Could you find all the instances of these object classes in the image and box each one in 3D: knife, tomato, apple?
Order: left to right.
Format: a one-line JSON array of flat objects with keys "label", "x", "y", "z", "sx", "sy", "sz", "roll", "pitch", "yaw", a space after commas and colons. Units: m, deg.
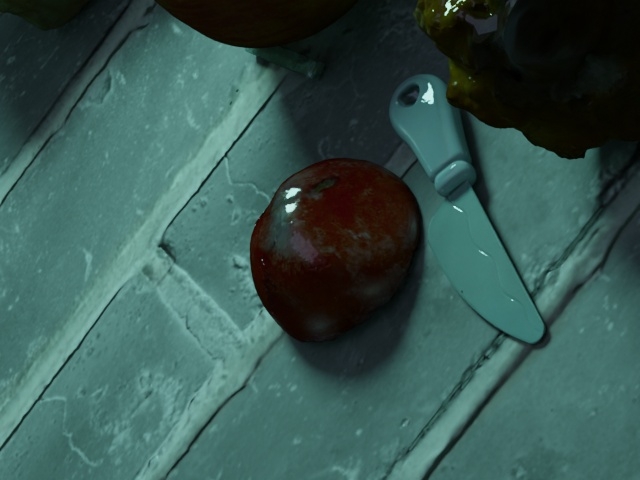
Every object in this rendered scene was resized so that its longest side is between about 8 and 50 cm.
[{"label": "apple", "x": -0.057, "y": -0.353, "z": 1.994, "sx": 0.301, "sy": 0.301, "sz": 0.302, "roll": -19, "pitch": 57, "yaw": 32}, {"label": "tomato", "x": 0.000, "y": 0.000, "z": 1.889, "sx": 0.189, "sy": 0.099, "sz": 0.173, "roll": -42, "pitch": 46, "yaw": 13}, {"label": "knife", "x": 0.133, "y": -0.025, "z": 1.838, "sx": 0.080, "sy": 0.044, "sz": 0.331, "roll": -34, "pitch": 54, "yaw": 22}]

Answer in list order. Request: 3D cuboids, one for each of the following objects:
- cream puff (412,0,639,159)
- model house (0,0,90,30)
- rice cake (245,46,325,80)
[{"label": "cream puff", "x": 0.217, "y": -0.190, "z": 1.704, "sx": 0.155, "sy": 0.269, "sz": 0.241, "roll": -80, "pitch": 1, "yaw": -73}, {"label": "model house", "x": -0.357, "y": -0.512, "z": 2.308, "sx": 0.342, "sy": 0.334, "sz": 0.382, "roll": -42, "pitch": 58, "yaw": 18}, {"label": "rice cake", "x": -0.039, "y": -0.200, "z": 2.080, "sx": 0.121, "sy": 0.021, "sz": 0.022, "roll": 27, "pitch": 97, "yaw": 44}]
